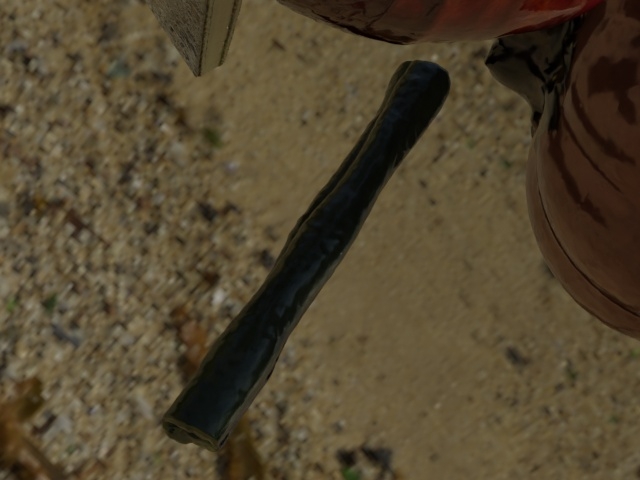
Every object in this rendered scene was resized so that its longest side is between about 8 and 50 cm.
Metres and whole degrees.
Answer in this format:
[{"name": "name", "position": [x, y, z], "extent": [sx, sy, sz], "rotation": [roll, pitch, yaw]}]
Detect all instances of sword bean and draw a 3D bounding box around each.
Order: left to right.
[{"name": "sword bean", "position": [0.000, -0.001, 0.880], "extent": [0.038, 0.043, 0.269], "rotation": [41, 62, -15]}]

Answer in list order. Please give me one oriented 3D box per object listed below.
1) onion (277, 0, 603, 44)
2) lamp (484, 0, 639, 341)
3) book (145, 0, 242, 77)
[{"name": "onion", "position": [0.033, -0.189, 0.577], "extent": [0.248, 0.161, 0.248], "rotation": [22, 48, -27]}, {"name": "lamp", "position": [0.214, -0.093, 0.910], "extent": [0.239, 0.305, 0.305], "rotation": [24, 46, 7]}, {"name": "book", "position": [-0.092, -0.178, 0.847], "extent": [0.024, 0.228, 0.160], "rotation": [-32, 86, -10]}]
